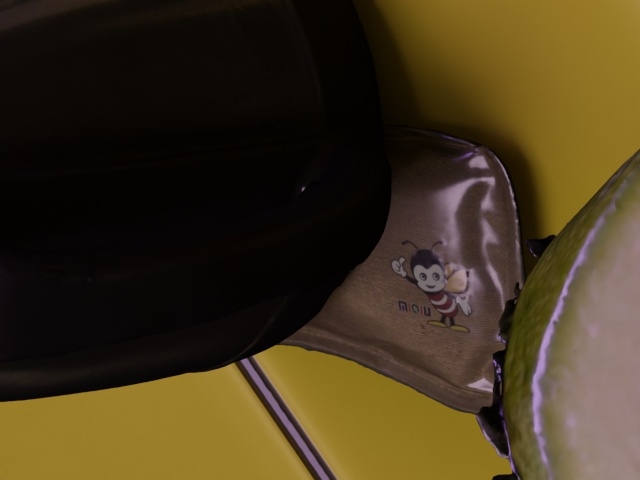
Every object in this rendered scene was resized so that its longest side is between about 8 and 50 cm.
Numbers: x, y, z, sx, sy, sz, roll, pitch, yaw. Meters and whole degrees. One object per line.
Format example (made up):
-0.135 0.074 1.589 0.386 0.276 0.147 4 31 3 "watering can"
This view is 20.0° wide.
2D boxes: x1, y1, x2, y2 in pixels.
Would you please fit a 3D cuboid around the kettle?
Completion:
-0.126 -0.014 0.670 0.251 0.271 0.207 51 130 23 "kettle"

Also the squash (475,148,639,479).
0.181 0.007 0.474 0.189 0.189 0.260 51 145 7 "squash"

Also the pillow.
0.000 0.000 0.771 0.217 0.033 0.130 15 120 40 "pillow"
